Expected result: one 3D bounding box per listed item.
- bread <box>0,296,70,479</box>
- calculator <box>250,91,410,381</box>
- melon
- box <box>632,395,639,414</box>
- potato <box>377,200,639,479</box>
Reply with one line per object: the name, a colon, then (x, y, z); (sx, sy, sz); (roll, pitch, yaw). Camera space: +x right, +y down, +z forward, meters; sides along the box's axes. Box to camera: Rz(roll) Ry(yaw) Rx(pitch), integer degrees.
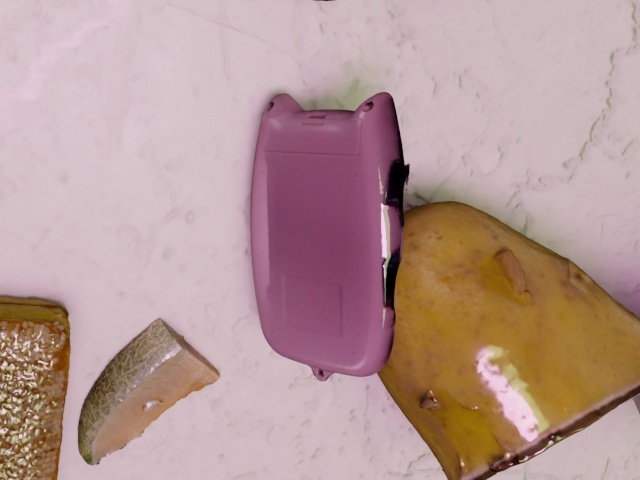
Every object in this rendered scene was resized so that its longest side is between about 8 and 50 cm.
bread: (-0.352, 0.176, 0.883); (0.184, 0.110, 0.234); (5, 101, -22)
calculator: (-0.001, 0.000, 0.872); (0.043, 0.194, 0.294); (-8, 102, -49)
melon: (-0.210, 0.177, 0.971); (0.182, 0.054, 0.098); (-37, 129, -2)
box: (0.463, 0.166, 1.008); (0.095, 0.330, 0.210); (19, 103, 9)
potato: (0.213, 0.089, 0.979); (0.397, 0.296, 0.290); (-11, 155, -48)
